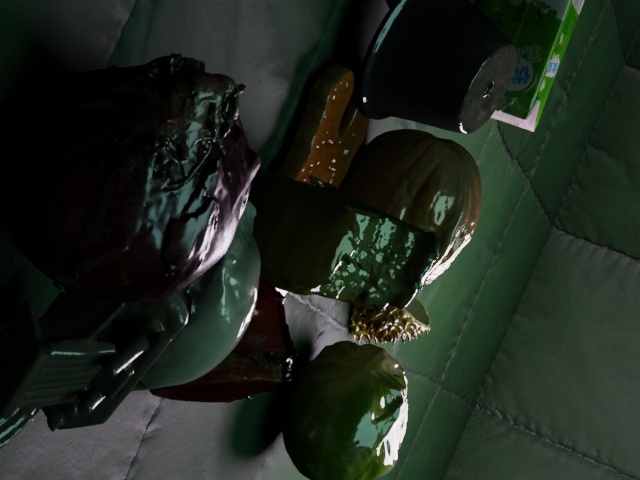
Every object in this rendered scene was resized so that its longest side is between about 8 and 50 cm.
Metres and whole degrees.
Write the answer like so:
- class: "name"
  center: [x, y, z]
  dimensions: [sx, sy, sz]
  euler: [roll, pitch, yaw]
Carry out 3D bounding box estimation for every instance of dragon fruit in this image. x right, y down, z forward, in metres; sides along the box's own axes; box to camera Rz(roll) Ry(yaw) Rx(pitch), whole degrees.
- class: "dragon fruit"
  center: [-0.126, 0.129, 1.838]
  dimensions: [0.189, 0.163, 0.262]
  euler: [-26, -179, -27]

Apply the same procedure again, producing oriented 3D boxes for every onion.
- class: "onion"
  center: [-0.167, -0.057, 1.424]
  dimensions: [0.281, 0.221, 0.281]
  euler: [-43, 167, -13]

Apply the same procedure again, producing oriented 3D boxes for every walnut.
- class: "walnut"
  center: [0.128, -0.041, 2.262]
  dimensions: [0.261, 0.225, 0.225]
  euler: [-59, 164, 15]

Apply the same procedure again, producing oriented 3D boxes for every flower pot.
- class: "flower pot"
  center: [0.177, -0.241, 2.071]
  dimensions: [0.235, 0.148, 0.235]
  euler: [-45, 153, -30]

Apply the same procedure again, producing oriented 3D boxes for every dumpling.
- class: "dumpling"
  center: [-0.164, 0.057, 1.709]
  dimensions: [0.175, 0.243, 0.227]
  euler: [61, 19, -17]

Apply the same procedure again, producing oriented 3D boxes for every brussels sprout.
- class: "brussels sprout"
  center: [0.041, 0.281, 2.410]
  dimensions: [0.244, 0.244, 0.244]
  euler: [-54, 157, -35]

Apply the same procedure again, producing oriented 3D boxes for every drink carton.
- class: "drink carton"
  center: [0.330, -0.340, 2.553]
  dimensions: [0.271, 0.161, 0.108]
  euler: [-69, 161, -2]

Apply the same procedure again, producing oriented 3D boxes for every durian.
- class: "durian"
  center: [0.123, 0.113, 2.596]
  dimensions: [0.252, 0.144, 0.139]
  euler: [6, 84, -65]

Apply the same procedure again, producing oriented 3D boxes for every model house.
- class: "model house"
  center: [-0.258, 0.129, 1.452]
  dimensions: [0.229, 0.122, 0.188]
  euler: [-46, 174, 30]

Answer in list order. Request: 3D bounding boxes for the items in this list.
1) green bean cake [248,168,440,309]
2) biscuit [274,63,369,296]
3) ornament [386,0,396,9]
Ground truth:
- class: "green bean cake"
  center: [0.000, 0.000, 1.859]
  dimensions: [0.236, 0.233, 0.124]
  euler: [14, 100, -51]
- class: "biscuit"
  center: [-0.022, -0.076, 2.061]
  dimensions: [0.334, 0.047, 0.202]
  euler: [-68, 160, -3]
- class: "ornament"
  center: [0.129, -0.375, 2.084]
  dimensions: [0.156, 0.081, 0.075]
  euler: [85, 10, -46]
